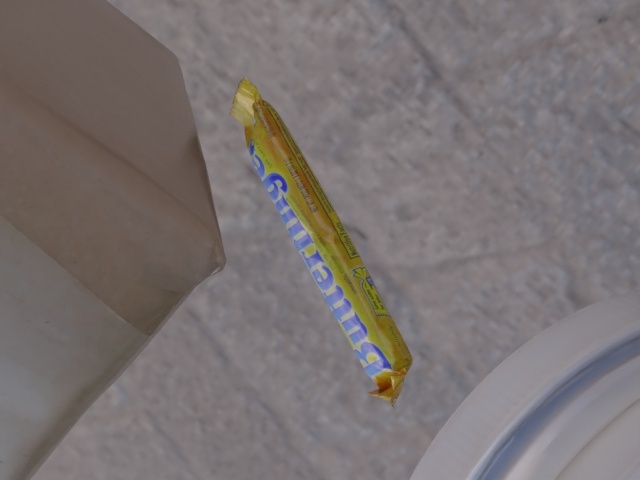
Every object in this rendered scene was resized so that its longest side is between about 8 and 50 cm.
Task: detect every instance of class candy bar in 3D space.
[{"bbox_3d":[0.000,0.000,0.702,0.161,0.018,0.040,62,159,16],"label":"candy bar"}]

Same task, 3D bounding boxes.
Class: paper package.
[{"bbox_3d":[-0.217,-0.074,0.648,0.325,0.168,0.309,37,-170,-19],"label":"paper package"}]

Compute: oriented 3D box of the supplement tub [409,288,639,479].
[{"bbox_3d":[0.149,0.135,0.351,0.272,0.191,0.191,36,154,54],"label":"supplement tub"}]
